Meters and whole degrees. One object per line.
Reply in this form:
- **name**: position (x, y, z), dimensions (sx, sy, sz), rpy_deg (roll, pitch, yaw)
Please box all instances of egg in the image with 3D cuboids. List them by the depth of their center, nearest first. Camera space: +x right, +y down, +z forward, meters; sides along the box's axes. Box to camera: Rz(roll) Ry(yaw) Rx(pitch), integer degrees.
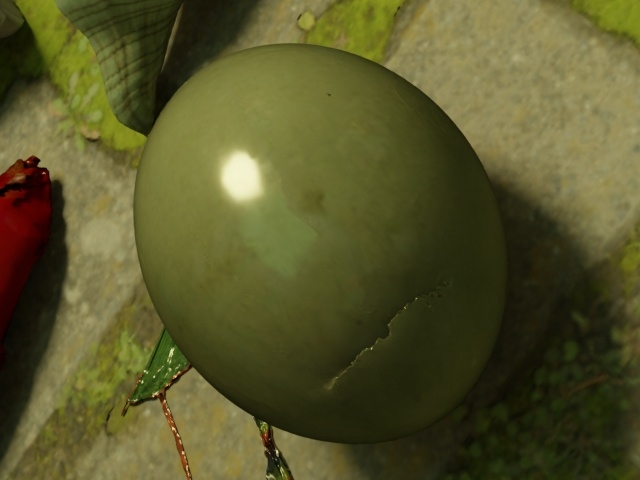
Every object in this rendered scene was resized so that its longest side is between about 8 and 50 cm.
- **egg**: position (0.000, 0.000, 1.044), dimensions (0.186, 0.186, 0.253), rpy_deg (-47, 50, 15)

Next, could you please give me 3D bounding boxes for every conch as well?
- **conch**: position (-0.113, -0.203, 1.260), dimensions (0.114, 0.137, 0.234), rpy_deg (-18, 54, 53)

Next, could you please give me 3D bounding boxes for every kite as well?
- **kite**: position (-0.044, 0.081, 1.171), dimensions (0.198, 0.006, 0.244), rpy_deg (-31, 55, 27)

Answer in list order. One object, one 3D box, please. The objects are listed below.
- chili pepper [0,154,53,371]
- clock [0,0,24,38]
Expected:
- **chili pepper**: position (-0.276, 0.114, 1.292), dimensions (0.110, 0.110, 0.387), rpy_deg (22, 82, 43)
- **clock**: position (-0.356, -0.134, 1.410), dimensions (0.254, 0.189, 0.189), rpy_deg (-49, 48, 12)
